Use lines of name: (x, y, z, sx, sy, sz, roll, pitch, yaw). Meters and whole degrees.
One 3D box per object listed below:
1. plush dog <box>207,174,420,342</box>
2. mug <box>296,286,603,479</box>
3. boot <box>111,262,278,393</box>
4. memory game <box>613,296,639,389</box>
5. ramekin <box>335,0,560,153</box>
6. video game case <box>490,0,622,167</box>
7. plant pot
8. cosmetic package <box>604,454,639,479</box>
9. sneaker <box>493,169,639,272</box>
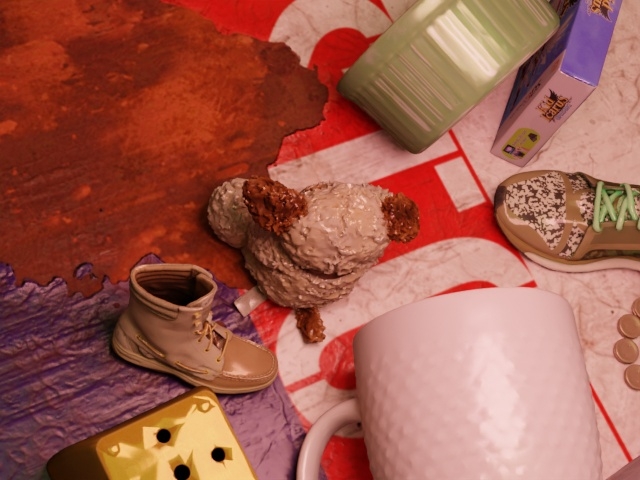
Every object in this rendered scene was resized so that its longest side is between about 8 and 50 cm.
plush dog: (0.000, 0.000, 1.458, 0.263, 0.225, 0.210, 2, 68, -15)
mug: (0.149, 0.267, 1.383, 0.374, 0.276, 0.328, -14, 66, 15)
boot: (-0.139, 0.106, 1.407, 0.213, 0.165, 0.077, 16, 51, -8)
memory game: (0.501, 0.161, 1.645, 0.186, 0.012, 0.186, 5, 67, -13)
ramekin: (0.180, -0.256, 1.580, 0.148, 0.303, 0.303, 48, 64, -1)
video game case: (0.345, -0.273, 1.654, 0.061, 0.244, 0.269, 24, 64, -5)
plant pot: (-0.169, 0.282, 1.317, 0.212, 0.187, 0.212, -23, 76, -22)
cosmetic package: (0.469, 0.281, 1.383, 0.284, 0.377, 0.097, -32, 81, -23)
sneaker: (0.449, -0.040, 1.617, 0.411, 0.182, 0.158, 11, 64, -6)
